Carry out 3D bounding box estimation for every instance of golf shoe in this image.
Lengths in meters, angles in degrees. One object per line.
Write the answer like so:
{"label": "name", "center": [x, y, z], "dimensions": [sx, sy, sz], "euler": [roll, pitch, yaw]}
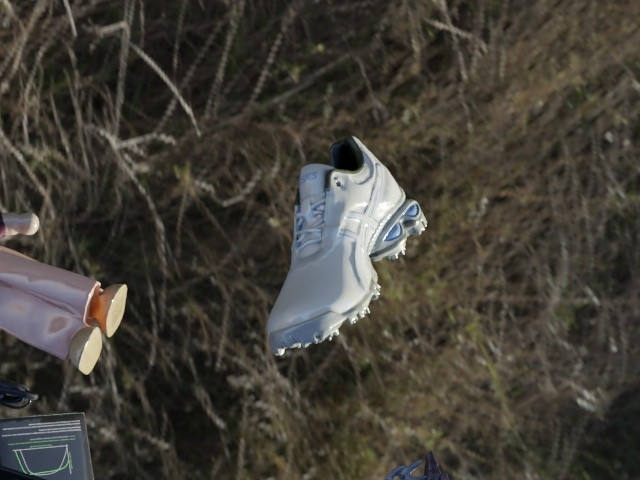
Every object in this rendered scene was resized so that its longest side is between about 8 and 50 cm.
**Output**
{"label": "golf shoe", "center": [0.000, 0.000, 0.820], "dimensions": [0.069, 0.176, 0.086], "euler": [-20, 110, 30]}

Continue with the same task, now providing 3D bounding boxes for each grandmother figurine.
{"label": "grandmother figurine", "center": [-0.406, 0.036, 1.615], "dimensions": [0.342, 0.208, 0.104], "euler": [21, 134, 7]}

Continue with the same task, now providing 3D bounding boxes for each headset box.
{"label": "headset box", "center": [-0.386, 0.380, 1.679], "dimensions": [0.131, 0.283, 0.246], "euler": [1, 162, -40]}

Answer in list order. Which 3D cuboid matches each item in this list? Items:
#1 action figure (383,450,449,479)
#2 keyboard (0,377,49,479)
{"label": "action figure", "center": [-0.002, 0.302, 1.410], "dimensions": [0.284, 0.185, 0.099], "euler": [-14, 83, -4]}
{"label": "keyboard", "center": [-0.290, 0.162, 0.936], "dimensions": [0.317, 0.202, 0.033], "euler": [18, 154, -5]}
